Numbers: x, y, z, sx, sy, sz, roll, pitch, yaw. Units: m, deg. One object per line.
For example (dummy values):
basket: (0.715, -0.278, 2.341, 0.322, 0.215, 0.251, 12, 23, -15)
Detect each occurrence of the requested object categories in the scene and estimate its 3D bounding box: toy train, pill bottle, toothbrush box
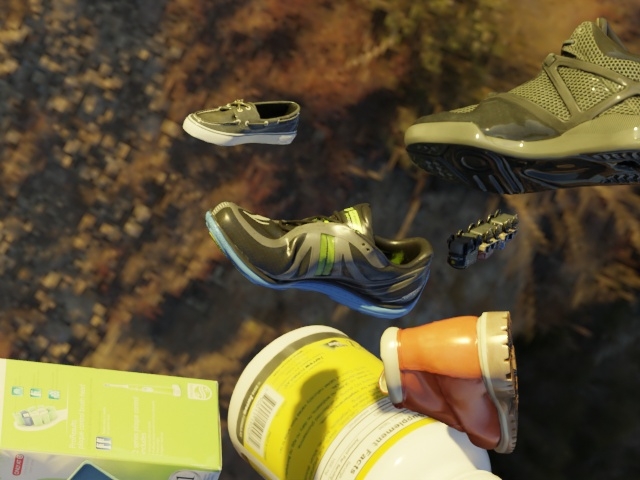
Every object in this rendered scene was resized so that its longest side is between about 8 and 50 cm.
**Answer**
toy train: (0.154, 0.001, 1.530, 0.158, 0.027, 0.036, -24, 126, -62)
pill bottle: (0.063, 0.246, 1.768, 0.188, 0.334, 0.188, -22, 129, -30)
toothbrush box: (-0.262, 0.240, 1.696, 0.283, 0.122, 0.206, 9, 134, -13)

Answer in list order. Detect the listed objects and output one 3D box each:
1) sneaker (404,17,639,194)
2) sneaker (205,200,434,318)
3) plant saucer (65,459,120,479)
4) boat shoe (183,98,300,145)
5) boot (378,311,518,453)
sneaker: (0.185, -0.111, 1.357, 0.087, 0.227, 0.130, 52, 42, -51)
sneaker: (0.000, 0.000, 1.178, 0.188, 0.067, 0.078, 16, 118, -28)
plant saucer: (-0.139, 0.246, 1.327, 0.192, 0.018, 0.067, 38, 102, -23)
boat shoe: (-0.078, -0.123, 1.641, 0.142, 0.049, 0.040, -3, 122, -45)
boot: (0.081, 0.089, 1.000, 0.158, 0.084, 0.059, 69, 18, -59)
